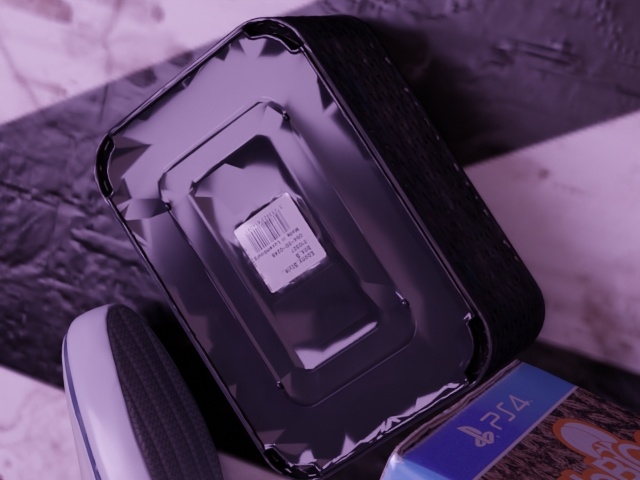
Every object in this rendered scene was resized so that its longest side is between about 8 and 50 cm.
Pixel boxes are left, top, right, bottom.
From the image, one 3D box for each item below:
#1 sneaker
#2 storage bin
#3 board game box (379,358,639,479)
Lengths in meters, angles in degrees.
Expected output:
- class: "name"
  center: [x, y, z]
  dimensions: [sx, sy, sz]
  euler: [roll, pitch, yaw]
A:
- class: "sneaker"
  center: [-0.090, 0.161, 0.744]
  dimensions: [0.091, 0.094, 0.258]
  euler: [-20, 80, 15]
- class: "storage bin"
  center: [0.000, 0.000, 0.700]
  dimensions: [0.122, 0.084, 0.180]
  euler: [-35, 84, 25]
- class: "board game box"
  center: [0.136, 0.217, 0.551]
  dimensions: [0.291, 0.141, 0.232]
  euler: [25, 107, 19]
